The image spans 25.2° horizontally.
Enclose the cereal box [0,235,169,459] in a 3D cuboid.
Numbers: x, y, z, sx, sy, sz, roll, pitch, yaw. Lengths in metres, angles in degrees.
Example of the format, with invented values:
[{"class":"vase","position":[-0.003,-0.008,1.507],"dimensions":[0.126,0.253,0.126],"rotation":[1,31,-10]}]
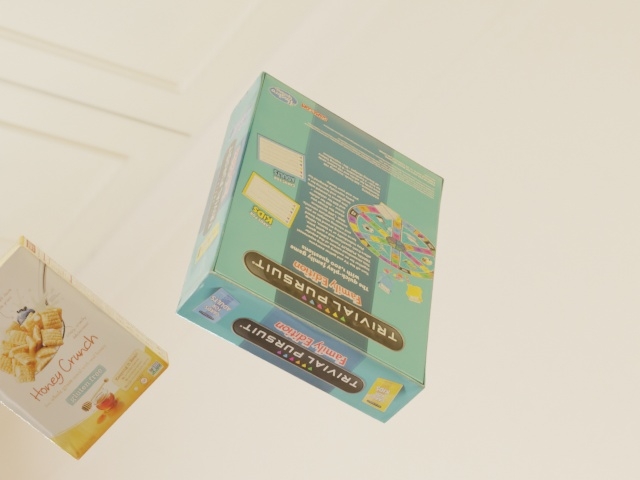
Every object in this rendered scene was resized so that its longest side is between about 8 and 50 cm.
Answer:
[{"class":"cereal box","position":[-0.329,0.133,1.744],"dimensions":[0.173,0.240,0.047],"rotation":[-47,-160,7]}]

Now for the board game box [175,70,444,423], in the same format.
[{"class":"board game box","position":[0.000,0.000,1.541],"dimensions":[0.079,0.253,0.336],"rotation":[-48,-159,38]}]
